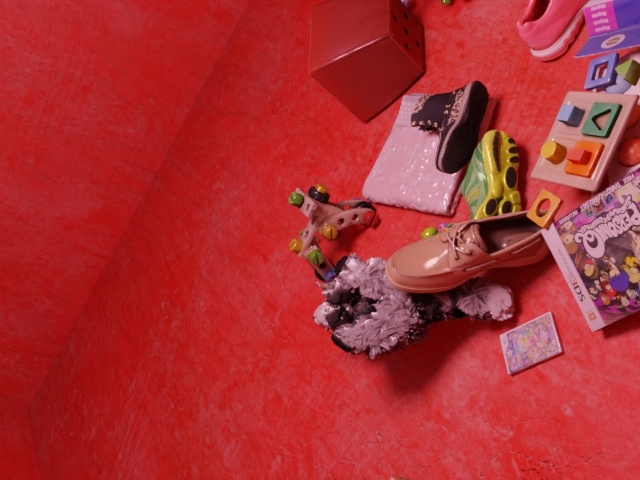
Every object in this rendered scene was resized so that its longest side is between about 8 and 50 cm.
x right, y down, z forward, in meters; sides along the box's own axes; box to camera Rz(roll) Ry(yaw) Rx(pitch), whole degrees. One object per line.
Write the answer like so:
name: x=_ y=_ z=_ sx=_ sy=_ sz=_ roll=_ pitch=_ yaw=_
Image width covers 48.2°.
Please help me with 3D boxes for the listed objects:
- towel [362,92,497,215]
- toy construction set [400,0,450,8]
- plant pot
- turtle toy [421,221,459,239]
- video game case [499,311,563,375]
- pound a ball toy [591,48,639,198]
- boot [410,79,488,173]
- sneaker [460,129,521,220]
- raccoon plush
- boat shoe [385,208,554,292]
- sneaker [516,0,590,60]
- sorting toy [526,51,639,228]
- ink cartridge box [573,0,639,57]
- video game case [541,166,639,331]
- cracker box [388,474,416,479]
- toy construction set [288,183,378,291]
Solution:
towel: x=0.265 y=-0.228 z=1.814 sx=0.332 sy=0.053 sz=0.316 roll=17 pitch=83 yaw=56
toy construction set: x=0.266 y=-0.722 z=1.995 sx=0.328 sy=0.215 sz=0.151 roll=5 pitch=96 yaw=57
plant pot: x=0.145 y=-0.540 z=2.008 sx=0.236 sy=0.267 sz=0.267 roll=-20 pitch=54 yaw=33
turtle toy: x=0.287 y=-0.003 z=1.630 sx=0.130 sy=0.066 sz=0.095 roll=5 pitch=74 yaw=54
video game case: x=0.408 y=0.201 z=1.391 sx=0.122 sy=0.011 sz=0.087 roll=-35 pitch=44 yaw=36
pound a ball toy: x=0.554 y=-0.174 z=1.324 sx=0.208 sy=0.136 sz=0.319 roll=-26 pitch=49 yaw=42
boot: x=0.285 y=-0.259 z=1.689 sx=0.179 sy=0.085 sz=0.236 roll=4 pitch=67 yaw=53
sneaker: x=0.371 y=-0.091 z=1.566 sx=0.123 sy=0.110 sz=0.295 roll=137 pitch=145 yaw=-71
raccoon plush: x=0.195 y=0.175 z=1.602 sx=0.447 sy=0.299 sz=0.216 roll=11 pitch=82 yaw=15
boat shoe: x=0.291 y=0.008 z=1.417 sx=0.341 sy=0.110 sz=0.121 roll=-16 pitch=57 yaw=-1
sneaker: x=0.548 y=-0.555 z=1.569 sx=0.313 sy=0.136 sz=0.116 roll=-58 pitch=36 yaw=9
sorting toy: x=0.465 y=-0.188 z=1.301 sx=0.347 sy=0.047 sz=0.196 roll=-67 pitch=23 yaw=3
ink cartridge box: x=0.664 y=-0.475 z=1.305 sx=0.330 sy=0.071 sz=0.324 roll=-46 pitch=27 yaw=-27
video game case: x=0.517 y=0.019 z=1.232 sx=0.232 sy=0.042 sz=0.210 roll=-42 pitch=63 yaw=47
cracker box: x=0.149 y=0.574 z=1.371 sx=0.232 sy=0.156 sz=0.067 roll=-61 pitch=34 yaw=5
toy construction set: x=0.000 y=0.000 z=1.857 sx=0.257 sy=0.237 sz=0.308 roll=-41 pitch=42 yaw=30
